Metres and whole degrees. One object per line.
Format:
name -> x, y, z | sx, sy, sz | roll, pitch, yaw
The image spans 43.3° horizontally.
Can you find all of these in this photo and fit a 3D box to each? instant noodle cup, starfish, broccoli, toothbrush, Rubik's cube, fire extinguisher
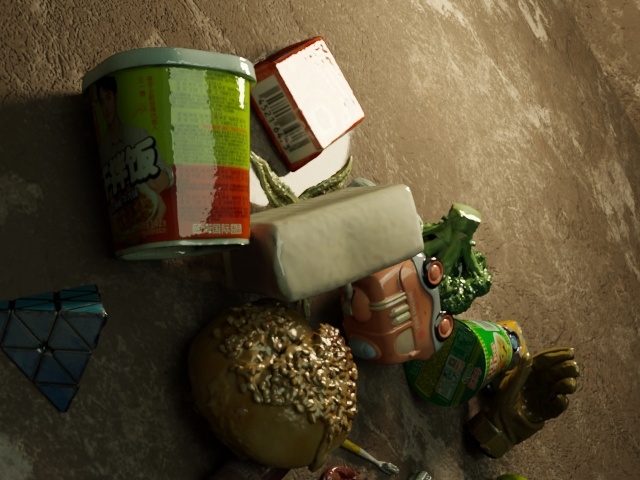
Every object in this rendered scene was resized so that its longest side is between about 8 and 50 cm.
instant noodle cup -> -0.241, -0.130, 1.345 | 0.294, 0.294, 0.308 | -1, 84, -47
starfish -> -0.043, -0.054, 1.630 | 0.347, 0.078, 0.358 | -44, 118, -26
broccoli -> 0.277, 0.033, 1.836 | 0.270, 0.270, 0.270 | 14, 35, -10
toothbrush -> 0.063, 0.417, 1.626 | 0.288, 0.024, 0.021 | 37, 53, -32
Rubik's cube -> -0.427, 0.152, 1.182 | 0.178, 0.211, 0.190 | 14, 89, -20
instant noodle cup -> 0.333, 0.262, 1.862 | 0.233, 0.207, 0.207 | -2, 77, -54
fire extinguisher -> -0.124, 0.399, 1.387 | 0.269, 0.105, 0.105 | -38, 104, -47

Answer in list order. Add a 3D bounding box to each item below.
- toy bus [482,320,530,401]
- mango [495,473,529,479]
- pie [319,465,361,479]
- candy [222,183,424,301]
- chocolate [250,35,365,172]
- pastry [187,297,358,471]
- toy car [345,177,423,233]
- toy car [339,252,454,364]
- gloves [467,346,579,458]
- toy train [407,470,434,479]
toy bus -> 0.468, 0.303, 2.029 | 0.136, 0.126, 0.209 | -22, 92, -57
mango -> 0.482, 0.625, 1.945 | 0.163, 0.089, 0.117 | 52, 45, -19
pie -> 0.040, 0.515, 1.558 | 0.153, 0.038, 0.153 | 23, 57, -41
candy -> 0.001, -0.002, 1.493 | 0.359, 0.208, 0.145 | -17, 103, -37
chocolate -> -0.031, -0.304, 1.735 | 0.237, 0.108, 0.235 | 59, 41, -11
pastry -> -0.069, 0.229, 1.370 | 0.316, 0.184, 0.284 | 45, 43, 13
toy car -> 0.135, -0.063, 1.779 | 0.095, 0.205, 0.056 | -47, 156, -18
toy car -> 0.136, 0.143, 1.675 | 0.212, 0.180, 0.270 | -29, 115, -36
gloves -> 0.483, 0.369, 1.880 | 0.154, 0.331, 0.141 | 47, 20, 22
toy train -> 0.162, 0.577, 1.656 | 0.252, 0.048, 0.055 | -41, 104, -46
